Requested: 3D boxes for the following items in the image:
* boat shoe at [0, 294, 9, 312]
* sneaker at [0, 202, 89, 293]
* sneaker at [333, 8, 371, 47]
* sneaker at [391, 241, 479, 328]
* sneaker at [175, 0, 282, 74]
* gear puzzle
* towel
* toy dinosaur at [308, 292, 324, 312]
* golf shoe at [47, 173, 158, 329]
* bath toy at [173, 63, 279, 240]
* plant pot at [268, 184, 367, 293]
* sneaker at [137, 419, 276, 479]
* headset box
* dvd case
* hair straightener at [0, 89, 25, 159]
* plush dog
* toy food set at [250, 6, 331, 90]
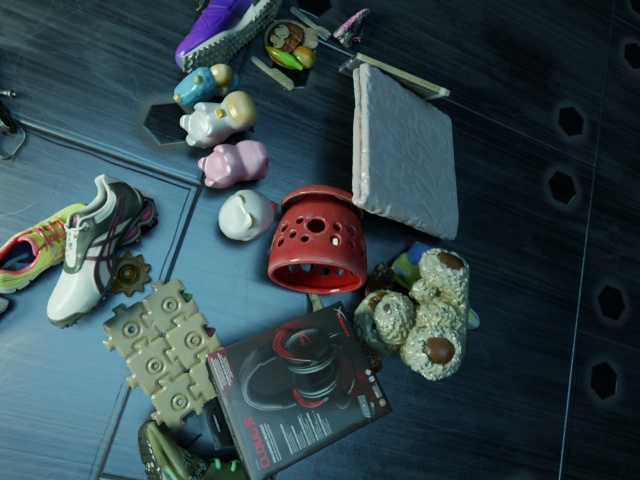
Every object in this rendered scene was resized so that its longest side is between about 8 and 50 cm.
[{"bbox_3d":[-0.637,0.067,0.742,0.226,0.083,0.076,37,70,-9],"label":"boat shoe"},{"bbox_3d":[-0.479,0.005,0.792,0.081,0.094,0.208,41,59,-6],"label":"sneaker"},{"bbox_3d":[0.086,-0.512,1.106,0.119,0.047,0.057,-47,111,-16],"label":"sneaker"},{"bbox_3d":[0.280,0.091,1.029,0.240,0.091,0.126,38,71,-7],"label":"sneaker"},{"bbox_3d":[-0.224,-0.477,0.973,0.146,0.102,0.293,42,66,-2],"label":"sneaker"},{"bbox_3d":[-0.302,0.174,0.857,0.175,0.044,0.339,-34,89,-19],"label":"gear puzzle"},{"bbox_3d":[0.189,-0.181,0.996,0.331,0.053,0.317,15,69,-40],"label":"towel"},{"bbox_3d":[0.020,0.226,0.939,0.118,0.064,0.268,5,75,-10],"label":"toy dinosaur"},{"bbox_3d":[-0.408,0.014,0.795,0.120,0.105,0.273,52,55,-51],"label":"golf shoe"},{"bbox_3d":[-0.168,-0.171,0.921,0.129,0.151,0.349,-8,78,-63],"label":"bath toy"},{"bbox_3d":[0.000,0.000,0.905,0.191,0.191,0.174,13,63,-15],"label":"plant pot"},{"bbox_3d":[-0.154,0.448,0.820,0.410,0.158,0.182,49,51,-7],"label":"sneaker"},{"bbox_3d":[-0.057,0.267,0.807,0.293,0.110,0.218,-18,71,-21],"label":"headset box"},{"bbox_3d":[0.161,-0.362,1.037,0.221,0.164,0.018,16,97,-14],"label":"dvd case"},{"bbox_3d":[-0.605,-0.254,0.830,0.089,0.047,0.231,-23,88,-20],"label":"hair straightener"},{"bbox_3d":[0.176,0.164,0.915,0.225,0.211,0.263,3,56,22],"label":"plush dog"},{"bbox_3d":[-0.063,-0.452,1.045,0.132,0.038,0.192,33,72,-10],"label":"toy food set"}]
